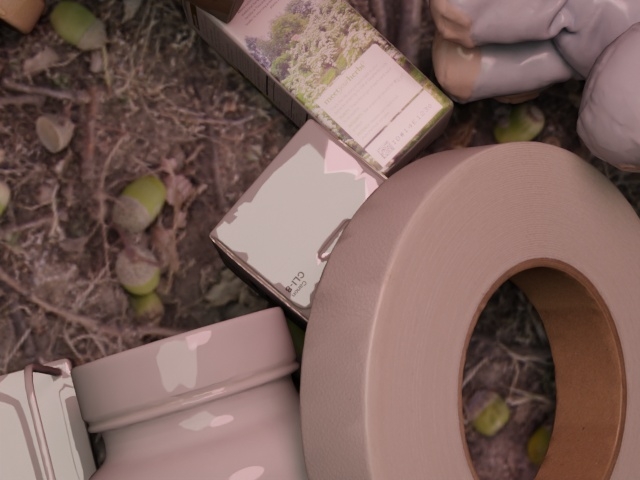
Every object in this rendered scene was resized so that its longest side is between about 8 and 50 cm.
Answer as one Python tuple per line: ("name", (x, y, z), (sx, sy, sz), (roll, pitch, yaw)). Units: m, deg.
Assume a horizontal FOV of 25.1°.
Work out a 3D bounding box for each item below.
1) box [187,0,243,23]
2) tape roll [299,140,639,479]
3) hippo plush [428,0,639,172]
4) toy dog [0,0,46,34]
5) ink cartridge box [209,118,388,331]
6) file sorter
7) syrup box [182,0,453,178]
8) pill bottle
("box", (-0.173, -0.307, 1.120), (0.311, 0.148, 0.121), (29, 84, -4))
("tape roll", (0.147, 0.119, 1.101), (0.392, 0.072, 0.392), (4, 83, -43))
("hippo plush", (0.243, -0.138, 1.160), (0.294, 0.234, 0.237), (-8, 57, -40))
("toy dog", (-0.408, -0.223, 1.214), (0.333, 0.161, 0.220), (11, 82, 1))
("ink cartridge box", (0.000, 0.000, 1.181), (0.127, 0.176, 0.128), (39, 84, 4))
("file sorter", (-0.324, 0.221, 1.153), (0.277, 0.173, 0.193), (-15, 84, -3))
("syrup box", (-0.004, -0.154, 1.241), (0.237, 0.096, 0.093), (44, 82, 6))
("pill bottle", (-0.053, 0.268, 1.107), (0.229, 0.229, 0.408), (-17, 88, -3))
